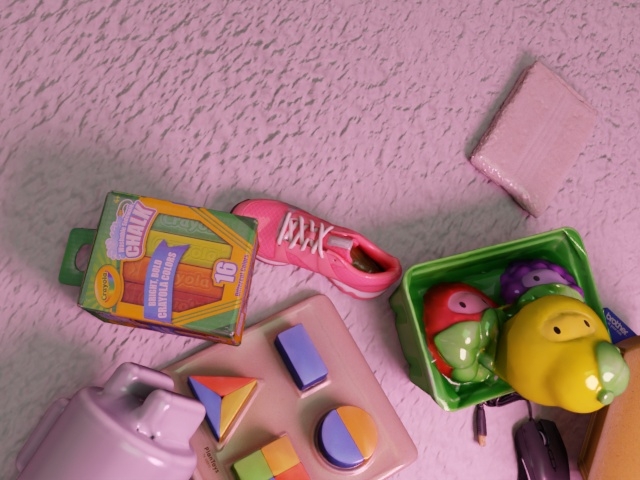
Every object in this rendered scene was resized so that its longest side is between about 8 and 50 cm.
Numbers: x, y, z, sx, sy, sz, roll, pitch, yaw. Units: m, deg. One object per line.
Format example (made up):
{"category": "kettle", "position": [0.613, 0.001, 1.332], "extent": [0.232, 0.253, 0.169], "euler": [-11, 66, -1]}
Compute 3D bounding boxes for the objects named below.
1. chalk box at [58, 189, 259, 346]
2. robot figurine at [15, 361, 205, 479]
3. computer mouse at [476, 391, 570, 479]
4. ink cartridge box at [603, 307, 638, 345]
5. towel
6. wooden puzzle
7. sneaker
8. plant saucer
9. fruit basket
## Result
{"category": "chalk box", "position": [-0.249, 0.043, 1.159], "extent": [0.289, 0.179, 0.180], "euler": [10, 76, -2]}
{"category": "robot figurine", "position": [-0.310, 0.347, 1.068], "extent": [0.353, 0.300, 0.200], "euler": [-56, 145, -4]}
{"category": "computer mouse", "position": [0.374, 0.384, 1.396], "extent": [0.184, 0.060, 0.261], "euler": [3, 79, -20]}
{"category": "ink cartridge box", "position": [0.600, 0.235, 1.511], "extent": [0.207, 0.046, 0.097], "euler": [41, 69, -8]}
{"category": "towel", "position": [0.428, -0.206, 1.533], "extent": [0.187, 0.049, 0.282], "euler": [38, 71, -8]}
{"category": "wooden puzzle", "position": [-0.052, 0.276, 1.215], "extent": [0.348, 0.080, 0.322], "euler": [-24, 72, -23]}
{"category": "sneaker", "position": [0.001, 0.000, 1.295], "extent": [0.314, 0.136, 0.115], "euler": [22, 73, -14]}
{"category": "plant saucer", "position": [0.522, 0.307, 1.329], "extent": [0.081, 0.333, 0.332], "euler": [16, 88, 16]}
{"category": "fruit basket", "position": [0.334, 0.138, 1.267], "extent": [0.392, 0.392, 0.282], "euler": [-13, 85, -21]}
